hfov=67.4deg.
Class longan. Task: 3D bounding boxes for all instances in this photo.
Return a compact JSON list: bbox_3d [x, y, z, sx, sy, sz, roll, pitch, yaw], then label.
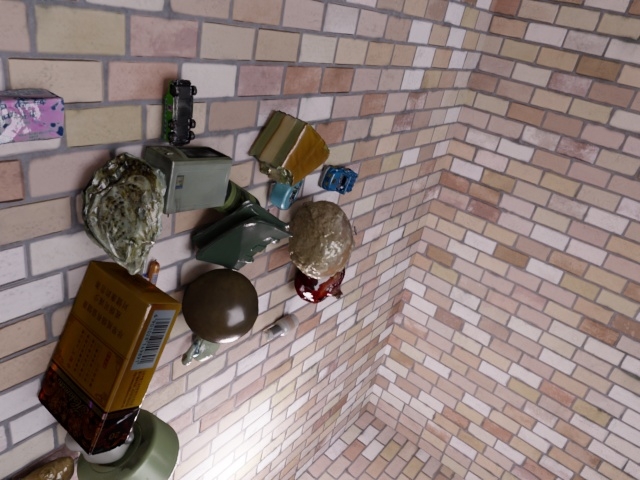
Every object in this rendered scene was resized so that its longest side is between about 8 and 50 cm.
[{"bbox_3d":[-0.324,0.213,1.563,0.258,0.258,0.258,-39,144,-36],"label":"longan"}]

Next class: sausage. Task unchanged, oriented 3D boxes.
[{"bbox_3d":[-0.490,0.103,1.403,0.031,0.031,0.107,-6,119,-57],"label":"sausage"}]

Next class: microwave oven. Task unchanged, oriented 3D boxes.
[{"bbox_3d":[-0.360,-0.169,1.280,0.205,0.129,0.163,-14,128,-53],"label":"microwave oven"}]

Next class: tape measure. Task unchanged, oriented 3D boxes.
[{"bbox_3d":[-0.123,-0.177,1.703,0.146,0.081,0.125,-64,169,10],"label":"tape measure"}]

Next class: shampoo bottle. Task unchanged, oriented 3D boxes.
[{"bbox_3d":[-0.258,-0.113,1.519,0.101,0.101,0.284,-61,152,-3],"label":"shampoo bottle"},{"bbox_3d":[-0.176,0.387,2.109,0.192,0.074,0.074,-25,135,-48],"label":"shampoo bottle"}]

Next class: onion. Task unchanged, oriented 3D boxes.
[{"bbox_3d":[0.012,0.169,2.082,0.252,0.219,0.252,-36,148,-27],"label":"onion"}]

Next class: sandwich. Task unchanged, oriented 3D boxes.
[{"bbox_3d":[-0.098,-0.278,1.588,0.198,0.155,0.227,-59,151,-2],"label":"sandwich"}]

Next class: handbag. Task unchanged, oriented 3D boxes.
[{"bbox_3d":[-0.245,-0.006,1.534,0.247,0.079,0.260,-30,156,17],"label":"handbag"}]

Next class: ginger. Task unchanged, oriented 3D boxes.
[{"bbox_3d":[-0.813,0.669,1.314,0.131,0.086,0.294,-46,151,18],"label":"ginger"}]

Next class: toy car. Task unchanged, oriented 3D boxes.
[{"bbox_3d":[-0.359,-0.324,1.213,0.071,0.062,0.165,-24,132,-50],"label":"toy car"},{"bbox_3d":[0.087,-0.244,1.969,0.191,0.100,0.097,-5,122,-52],"label":"toy car"}]

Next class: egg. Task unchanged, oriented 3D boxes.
[{"bbox_3d":[0.000,0.000,1.862,0.279,0.279,0.311,-7,97,-56],"label":"egg"}]

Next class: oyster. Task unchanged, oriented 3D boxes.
[{"bbox_3d":[-0.469,-0.070,1.148,0.112,0.198,0.268,-168,-80,-81],"label":"oyster"}]

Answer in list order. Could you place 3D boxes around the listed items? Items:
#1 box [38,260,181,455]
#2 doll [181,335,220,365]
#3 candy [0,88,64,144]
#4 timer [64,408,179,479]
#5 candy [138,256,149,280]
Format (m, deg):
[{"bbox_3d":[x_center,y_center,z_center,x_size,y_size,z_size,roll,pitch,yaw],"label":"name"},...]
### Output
[{"bbox_3d":[-0.548,0.291,1.231,0.115,0.264,0.415,12,101,-61],"label":"box"},{"bbox_3d":[-0.408,0.371,1.720,0.214,0.071,0.104,-34,142,-46],"label":"doll"},{"bbox_3d":[-0.583,-0.235,0.918,0.160,0.073,0.092,-25,136,-48],"label":"candy"},{"bbox_3d":[-0.616,0.588,1.408,0.291,0.290,0.315,-45,131,-29],"label":"timer"},{"bbox_3d":[-0.499,0.114,1.347,0.124,0.124,0.366,-4,109,-57],"label":"candy"}]
